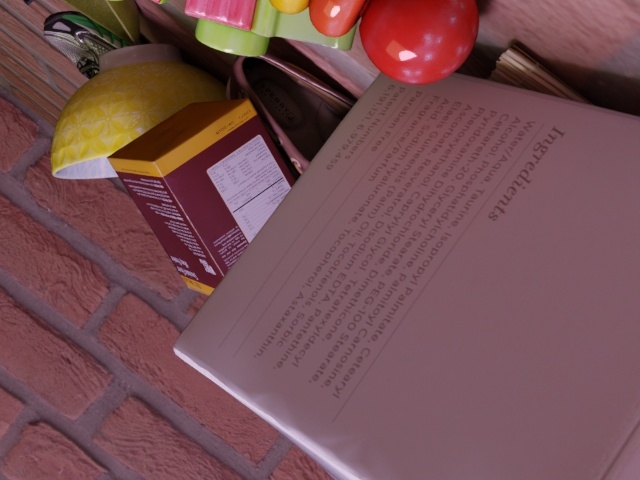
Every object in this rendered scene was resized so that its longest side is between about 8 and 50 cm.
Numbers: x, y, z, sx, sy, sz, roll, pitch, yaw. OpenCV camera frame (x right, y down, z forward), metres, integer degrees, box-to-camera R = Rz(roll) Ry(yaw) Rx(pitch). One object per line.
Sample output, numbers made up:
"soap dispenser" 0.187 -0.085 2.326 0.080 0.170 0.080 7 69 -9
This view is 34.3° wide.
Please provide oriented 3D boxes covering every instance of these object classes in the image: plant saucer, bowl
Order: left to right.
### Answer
"plant saucer" -0.325 -0.360 1.374 0.188 0.045 0.188 34 169 22
"bowl" -0.242 -0.185 1.449 0.289 0.290 0.156 166 95 -77

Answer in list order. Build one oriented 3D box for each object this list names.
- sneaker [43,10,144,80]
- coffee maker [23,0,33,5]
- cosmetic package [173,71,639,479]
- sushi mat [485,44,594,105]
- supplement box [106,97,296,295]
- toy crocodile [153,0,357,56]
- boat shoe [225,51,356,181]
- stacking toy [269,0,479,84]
"sneaker" -0.294 -0.218 1.601 0.343 0.146 0.134 44 168 -26
"coffee maker" -0.266 -0.336 0.938 0.178 0.171 0.120 44 171 -27
"cosmetic package" 0.168 0.104 0.831 0.394 0.327 0.329 25 163 48
"sushi mat" 0.262 -0.041 0.851 0.317 0.019 0.151 37 169 5
"supplement box" -0.120 -0.046 1.197 0.194 0.129 0.191 60 160 -18
"toy crocodile" -0.128 -0.237 0.877 0.341 0.115 0.105 21 -156 3
"boat shoe" 0.033 -0.089 1.148 0.342 0.123 0.123 44 171 2
"stacking toy" -0.030 -0.224 0.770 0.330 0.141 0.141 34 169 1
